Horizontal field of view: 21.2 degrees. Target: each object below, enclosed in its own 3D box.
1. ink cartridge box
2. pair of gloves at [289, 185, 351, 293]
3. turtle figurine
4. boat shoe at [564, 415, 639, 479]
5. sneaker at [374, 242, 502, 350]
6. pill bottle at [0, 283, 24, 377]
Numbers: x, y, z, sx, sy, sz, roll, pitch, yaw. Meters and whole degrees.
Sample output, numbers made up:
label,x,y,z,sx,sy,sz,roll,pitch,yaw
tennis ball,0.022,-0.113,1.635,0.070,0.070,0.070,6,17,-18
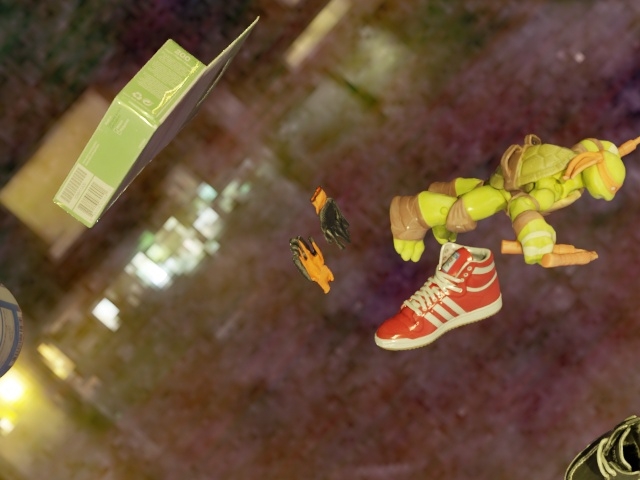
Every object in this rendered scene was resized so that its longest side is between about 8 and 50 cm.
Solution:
label,x,y,z,sx,sy,sz,roll,pitch,yaw
ink cartridge box,-0.165,-0.136,1.740,0.171,0.056,0.235,-51,-177,43
pair of gloves,0.000,0.000,1.596,0.010,0.074,0.083,1,-126,36
turtle figurine,0.167,-0.037,1.436,0.217,0.087,0.269,-14,-161,34
boat shoe,0.328,0.222,1.803,0.070,0.078,0.219,10,147,-39
sneaker,0.094,0.043,1.399,0.118,0.067,0.042,-22,-146,-22
pill bottle,-0.358,0.083,1.618,0.124,0.124,0.221,-48,176,-4
